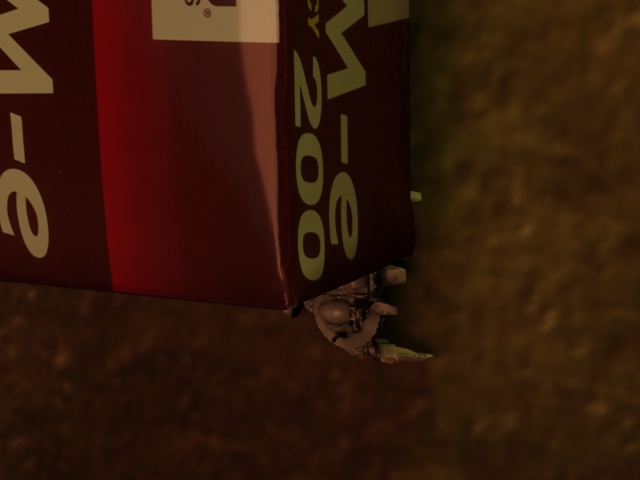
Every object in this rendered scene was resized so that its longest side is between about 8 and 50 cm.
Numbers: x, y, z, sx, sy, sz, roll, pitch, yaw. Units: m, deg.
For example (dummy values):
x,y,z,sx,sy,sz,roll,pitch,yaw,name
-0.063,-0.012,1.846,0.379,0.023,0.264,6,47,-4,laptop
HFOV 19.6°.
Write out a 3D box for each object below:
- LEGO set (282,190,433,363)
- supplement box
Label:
x,y,z,sx,sy,sz,roll,pitch,yaw,name
-0.002,0.001,0.493,0.083,0.023,0.054,37,119,20,LEGO set
-0.098,-0.061,0.474,0.239,0.073,0.130,4,104,26,supplement box
